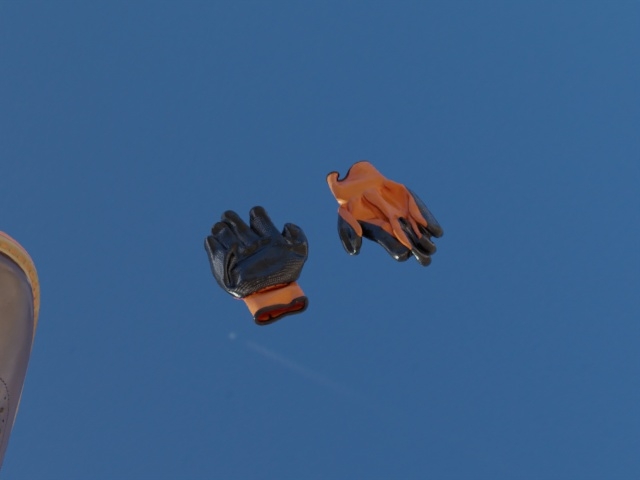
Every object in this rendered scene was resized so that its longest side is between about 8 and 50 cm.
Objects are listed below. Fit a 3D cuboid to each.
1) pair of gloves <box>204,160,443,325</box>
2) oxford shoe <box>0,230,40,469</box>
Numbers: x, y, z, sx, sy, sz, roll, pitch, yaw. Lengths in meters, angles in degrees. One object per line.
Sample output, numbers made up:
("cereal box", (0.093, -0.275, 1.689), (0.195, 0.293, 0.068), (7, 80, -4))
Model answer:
("pair of gloves", (0.000, 0.000, 0.522), (0.083, 0.074, 0.010), (-21, -56, -12))
("oxford shoe", (-0.225, 0.167, 0.698), (0.130, 0.133, 0.363), (24, -90, -33))
